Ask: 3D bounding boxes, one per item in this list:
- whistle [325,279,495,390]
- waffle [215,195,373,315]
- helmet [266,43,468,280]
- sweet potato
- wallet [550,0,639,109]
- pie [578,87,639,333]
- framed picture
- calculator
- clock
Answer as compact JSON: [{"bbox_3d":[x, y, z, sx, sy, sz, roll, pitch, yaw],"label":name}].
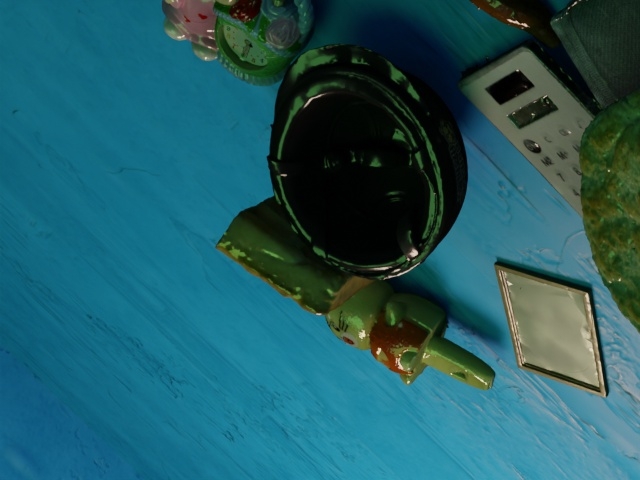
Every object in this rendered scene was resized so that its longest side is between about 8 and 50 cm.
[{"bbox_3d":[0.113,0.130,1.855,0.288,0.106,0.131,30,155,19],"label":"whistle"},{"bbox_3d":[0.000,0.000,1.689,0.168,0.274,0.057,34,115,14],"label":"waffle"},{"bbox_3d":[0.069,-0.103,1.549,0.230,0.160,0.279,1,107,34],"label":"helmet"},{"bbox_3d":[0.143,-0.285,1.340,0.264,0.057,0.057,44,150,-12],"label":"sweet potato"},{"bbox_3d":[0.379,-0.180,1.192,0.237,0.075,0.342,52,151,-6],"label":"wallet"},{"bbox_3d":[0.342,-0.015,1.194,0.257,0.105,0.274,-33,72,49],"label":"pie"},{"bbox_3d":[0.301,0.117,1.722,0.136,0.010,0.201,18,142,36],"label":"framed picture"},{"bbox_3d":[0.269,-0.105,1.433,0.261,0.021,0.161,44,158,-9],"label":"calculator"},{"bbox_3d":[-0.093,-0.290,1.559,0.194,0.100,0.195,35,152,4],"label":"clock"}]
